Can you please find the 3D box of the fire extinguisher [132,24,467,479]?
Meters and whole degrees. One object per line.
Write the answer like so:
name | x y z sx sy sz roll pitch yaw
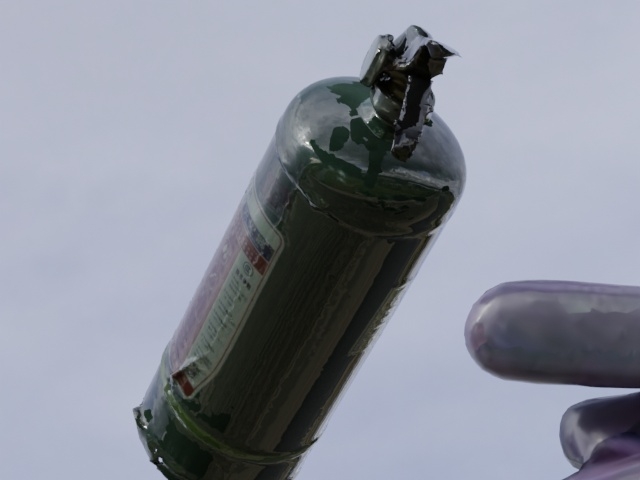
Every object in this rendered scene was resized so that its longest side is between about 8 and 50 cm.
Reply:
fire extinguisher | 0.000 0.000 0.868 0.093 0.118 0.294 20 -51 -10

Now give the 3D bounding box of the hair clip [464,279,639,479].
hair clip | 0.174 0.018 0.405 0.278 0.137 0.090 -5 -8 -9
